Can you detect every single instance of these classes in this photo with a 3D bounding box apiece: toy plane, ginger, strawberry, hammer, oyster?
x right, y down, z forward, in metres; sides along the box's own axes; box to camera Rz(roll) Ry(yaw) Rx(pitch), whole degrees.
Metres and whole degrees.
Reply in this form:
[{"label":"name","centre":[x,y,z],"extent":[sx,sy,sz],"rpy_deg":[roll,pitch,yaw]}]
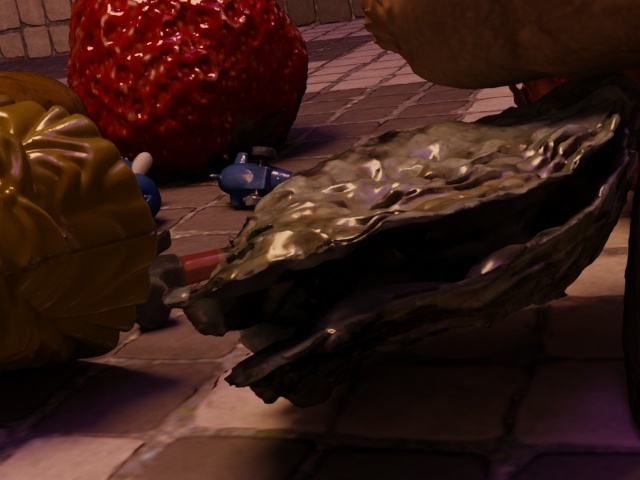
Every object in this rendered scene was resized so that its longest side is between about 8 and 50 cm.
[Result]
[{"label":"toy plane","centre":[-0.023,-0.050,0.886],"extent":[0.167,0.054,0.062],"rpy_deg":[4,-5,37]},{"label":"ginger","centre":[0.183,-0.146,0.491],"extent":[0.354,0.126,0.190],"rpy_deg":[-9,48,29]},{"label":"strawberry","centre":[-0.149,-0.212,1.092],"extent":[0.257,0.277,0.257],"rpy_deg":[-9,13,2]},{"label":"hammer","centre":[0.000,-0.001,0.730],"extent":[0.287,0.033,0.111],"rpy_deg":[-13,18,-15]},{"label":"oyster","centre":[0.056,-0.008,0.508],"extent":[0.198,0.112,0.267],"rpy_deg":[-28,-3,37]}]

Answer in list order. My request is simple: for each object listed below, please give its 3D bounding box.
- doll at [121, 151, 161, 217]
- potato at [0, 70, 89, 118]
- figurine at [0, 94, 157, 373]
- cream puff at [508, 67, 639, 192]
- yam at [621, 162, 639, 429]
[{"label":"doll","centre":[-0.182,-0.045,0.926],"extent":[0.099,0.058,0.143],"rpy_deg":[-41,29,-21]},{"label":"potato","centre":[-0.298,-0.041,0.792],"extent":[0.176,0.195,0.369],"rpy_deg":[29,28,10]},{"label":"figurine","centre":[-0.253,0.037,0.487],"extent":[0.187,0.168,0.315],"rpy_deg":[24,28,26]},{"label":"cream puff","centre":[0.274,-0.176,0.655],"extent":[0.350,0.350,0.228],"rpy_deg":[-5,11,13]},{"label":"yam","centre":[0.247,-0.008,0.422],"extent":[0.254,0.154,0.154],"rpy_deg":[-10,17,2]}]
